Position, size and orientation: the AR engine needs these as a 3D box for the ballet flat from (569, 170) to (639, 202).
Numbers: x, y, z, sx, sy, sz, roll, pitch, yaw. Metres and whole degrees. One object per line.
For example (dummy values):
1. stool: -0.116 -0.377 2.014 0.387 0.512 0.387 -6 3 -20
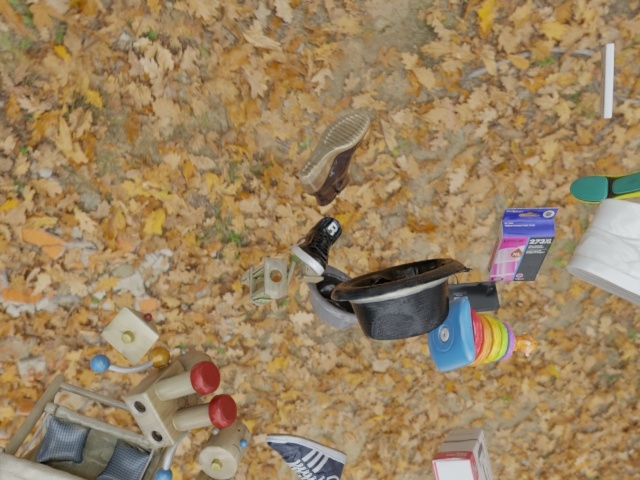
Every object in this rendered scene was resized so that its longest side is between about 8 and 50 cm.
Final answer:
1. ballet flat: 0.758 -0.132 1.366 0.077 0.231 0.077 12 84 -25

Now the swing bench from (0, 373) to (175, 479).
1. swing bench: -0.390 0.391 0.869 0.253 0.255 0.165 19 112 -1

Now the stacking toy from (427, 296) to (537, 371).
1. stacking toy: 0.452 0.262 1.416 0.301 0.175 0.166 9 155 -21

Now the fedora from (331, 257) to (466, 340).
1. fedora: 0.199 0.150 1.293 0.333 0.334 0.153 -14 93 -9

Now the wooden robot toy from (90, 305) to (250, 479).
1. wooden robot toy: -0.086 0.110 0.379 0.076 0.079 0.173 -20 103 18

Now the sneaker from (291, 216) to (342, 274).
1. sneaker: 0.000 0.000 1.193 0.079 0.217 0.121 44 89 -13

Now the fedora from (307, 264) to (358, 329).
1. fedora: 0.052 0.227 1.978 0.275 0.244 0.124 33 122 6

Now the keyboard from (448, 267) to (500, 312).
1. keyboard: 0.559 0.198 2.160 0.317 0.033 0.202 -4 74 -5

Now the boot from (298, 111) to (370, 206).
1. boot: 0.049 -0.213 1.427 0.248 0.090 0.207 -45 158 1

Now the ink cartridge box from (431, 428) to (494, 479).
1. ink cartridge box: 0.341 0.553 1.251 0.092 0.218 0.159 -13 84 22

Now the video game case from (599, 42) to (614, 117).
1. video game case: 0.653 -0.363 1.216 0.019 0.143 0.157 1 105 24

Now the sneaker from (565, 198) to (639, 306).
1. sneaker: 0.579 0.036 0.878 0.292 0.108 0.169 27 83 6

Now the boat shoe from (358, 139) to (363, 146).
1. boat shoe: 0.068 -0.276 1.552 0.178 0.060 0.064 -28 104 -36

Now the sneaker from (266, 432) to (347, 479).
1. sneaker: -0.045 0.642 1.491 0.282 0.153 0.099 32 147 -30

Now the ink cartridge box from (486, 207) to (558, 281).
1. ink cartridge box: 0.709 0.023 1.886 0.175 0.069 0.371 -1 141 5

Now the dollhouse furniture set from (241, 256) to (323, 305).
1. dollhouse furniture set: -0.103 0.122 1.391 0.160 0.182 0.101 7 71 -25
